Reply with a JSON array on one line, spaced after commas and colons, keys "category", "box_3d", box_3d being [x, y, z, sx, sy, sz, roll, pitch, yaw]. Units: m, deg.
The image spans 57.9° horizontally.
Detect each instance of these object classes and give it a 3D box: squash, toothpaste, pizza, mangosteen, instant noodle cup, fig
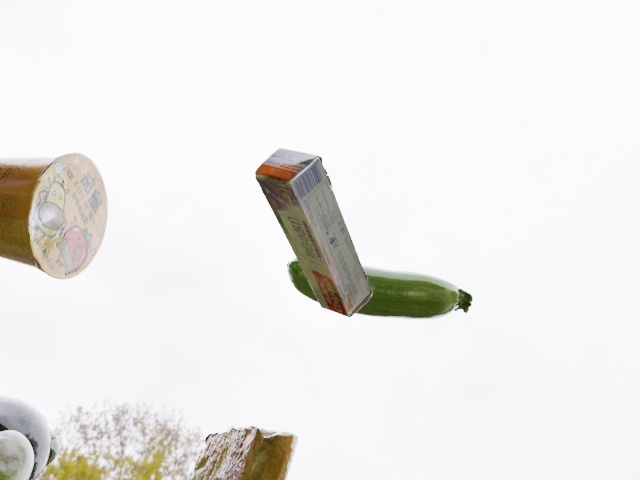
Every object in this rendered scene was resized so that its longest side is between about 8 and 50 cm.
[{"category": "squash", "box_3d": [0.121, 0.106, 1.200, 0.395, 0.107, 0.107, 9, -65, -3]}, {"category": "toothpaste", "box_3d": [0.000, 0.000, 0.543, 0.047, 0.040, 0.196, 17, -33, 34]}, {"category": "pizza", "box_3d": [-0.136, 0.371, 0.857, 0.086, 0.226, 0.335, 28, -71, -20]}, {"category": "mangosteen", "box_3d": [-0.688, 0.439, 1.246, 0.243, 0.243, 0.243, -1, -65, -3]}, {"category": "instant noodle cup", "box_3d": [-0.494, -0.050, 0.986, 0.172, 0.216, 0.215, 7, -64, 11]}, {"category": "fig", "box_3d": [-0.506, 0.353, 0.864, 0.121, 0.136, 0.153, 40, -108, 0]}]
